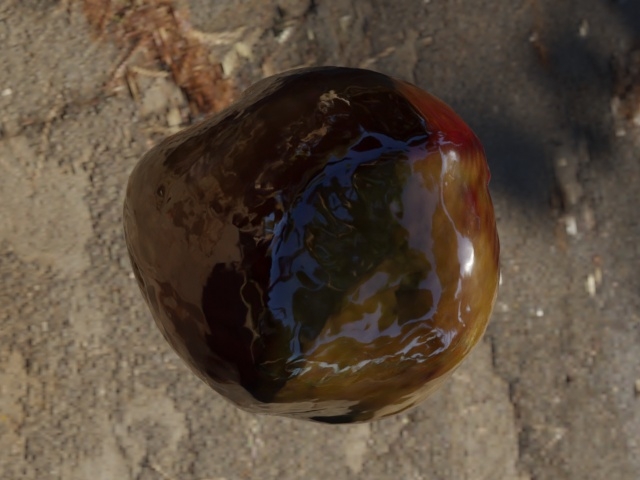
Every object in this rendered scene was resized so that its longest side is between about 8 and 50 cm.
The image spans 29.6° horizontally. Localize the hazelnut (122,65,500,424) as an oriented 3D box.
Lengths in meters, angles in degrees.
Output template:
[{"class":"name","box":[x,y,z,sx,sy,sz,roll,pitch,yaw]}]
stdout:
[{"class":"hazelnut","box":[0.000,0.000,0.714,0.229,0.229,0.229,10,77,-47]}]
